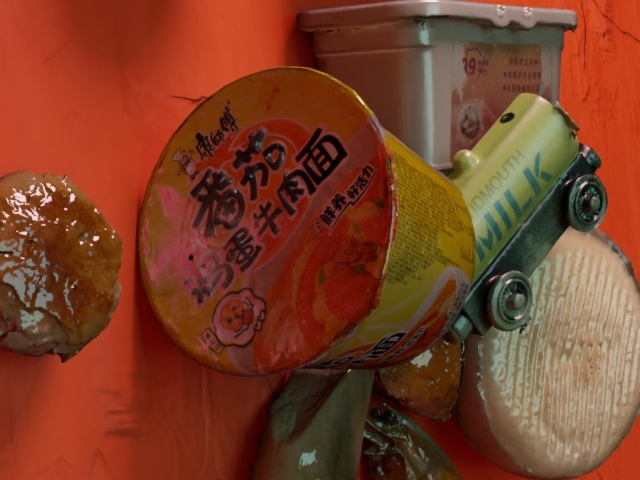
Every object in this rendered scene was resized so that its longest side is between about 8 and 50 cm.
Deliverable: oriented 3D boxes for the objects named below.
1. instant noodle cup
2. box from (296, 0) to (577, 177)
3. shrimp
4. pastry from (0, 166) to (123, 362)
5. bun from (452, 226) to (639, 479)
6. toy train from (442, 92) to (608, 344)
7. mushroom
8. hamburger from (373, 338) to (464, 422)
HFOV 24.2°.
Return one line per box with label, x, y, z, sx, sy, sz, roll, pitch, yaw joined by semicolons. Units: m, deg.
instant noodle cup;0.000;0.000;1.301;0.200;0.264;0.264;19;68;-57
box;0.129;-0.149;1.540;0.312;0.175;0.182;-9;99;-50
shrimp;0.089;0.249;1.496;0.217;0.051;0.115;57;47;-29
pastry;-0.219;0.019;1.148;0.153;0.081;0.153;7;80;-45
bun;0.229;0.117;1.612;0.287;0.146;0.287;2;86;-34
toy train;0.173;-0.027;1.443;0.253;0.105;0.157;-48;121;-19
mushroom;-0.011;0.203;1.359;0.107;0.087;0.333;41;50;-43
hamburger;0.085;0.102;1.488;0.102;0.087;0.176;-9;92;-52
